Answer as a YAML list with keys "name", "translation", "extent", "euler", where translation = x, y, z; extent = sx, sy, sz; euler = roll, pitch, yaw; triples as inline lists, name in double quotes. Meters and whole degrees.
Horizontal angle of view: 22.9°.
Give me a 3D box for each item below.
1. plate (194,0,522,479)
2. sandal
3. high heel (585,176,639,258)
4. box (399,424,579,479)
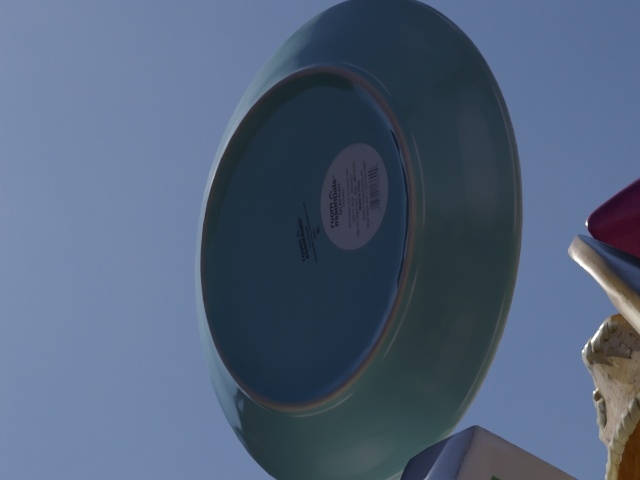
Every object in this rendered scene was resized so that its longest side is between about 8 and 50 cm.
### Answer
- name: "plate"
  translation: [0.000, 0.000, 0.584]
  extent: [0.024, 0.188, 0.188]
  euler: [9, -45, -37]
- name: "sandal"
  translation: [0.114, 0.056, 0.494]
  extent: [0.088, 0.240, 0.079]
  euler: [23, -85, -6]
- name: "high heel"
  translation: [0.278, 0.114, 0.940]
  extent: [0.181, 0.127, 0.377]
  euler: [-15, -73, 3]
- name: "box"
  translation: [0.131, 0.229, 0.450]
  extent: [0.322, 0.232, 0.058]
  euler: [29, -28, -8]
